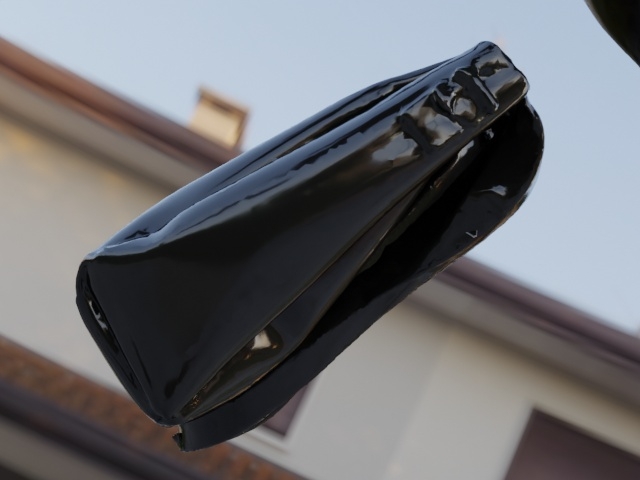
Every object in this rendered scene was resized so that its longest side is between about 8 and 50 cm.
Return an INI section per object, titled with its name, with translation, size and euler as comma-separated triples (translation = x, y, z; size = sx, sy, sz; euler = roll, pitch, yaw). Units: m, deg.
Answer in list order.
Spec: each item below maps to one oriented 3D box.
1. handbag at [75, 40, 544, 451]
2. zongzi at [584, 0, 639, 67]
[handbag]
translation = 0.000, 0.000, 0.895
size = 0.113, 0.257, 0.285
euler = 51, -3, 5
[zongzi]
translation = 0.214, -0.252, 0.745
size = 0.300, 0.138, 0.286
euler = -23, -56, 17
